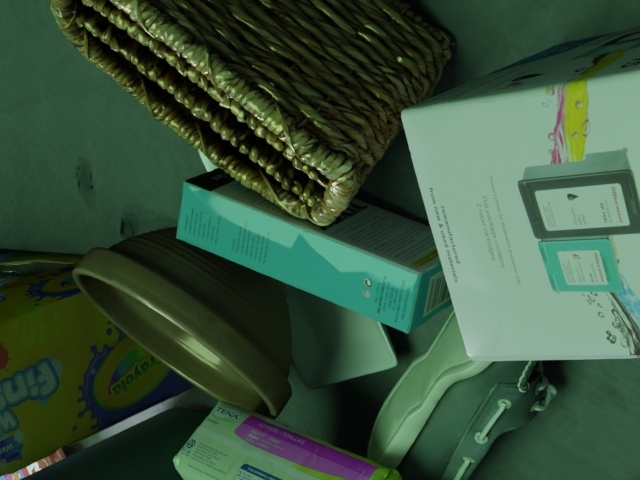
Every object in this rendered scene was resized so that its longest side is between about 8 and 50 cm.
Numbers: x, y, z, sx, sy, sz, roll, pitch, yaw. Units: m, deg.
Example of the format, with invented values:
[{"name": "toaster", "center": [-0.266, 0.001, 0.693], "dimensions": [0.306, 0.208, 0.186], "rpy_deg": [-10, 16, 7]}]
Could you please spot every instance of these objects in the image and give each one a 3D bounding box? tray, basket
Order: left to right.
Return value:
[{"name": "basket", "center": [-0.084, -0.136, 1.299], "dimensions": [0.299, 0.223, 0.213], "rpy_deg": [38, 136, -2]}, {"name": "tray", "center": [-0.017, 0.006, 1.508], "dimensions": [0.145, 0.030, 0.270], "rpy_deg": [-22, 93, 48]}]

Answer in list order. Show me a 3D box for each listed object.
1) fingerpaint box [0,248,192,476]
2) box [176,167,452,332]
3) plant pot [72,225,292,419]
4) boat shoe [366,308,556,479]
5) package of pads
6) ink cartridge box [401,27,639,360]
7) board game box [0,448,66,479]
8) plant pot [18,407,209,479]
[{"name": "fingerpaint box", "center": [-0.430, 0.146, 1.691], "dimensions": [0.371, 0.445, 0.163], "rpy_deg": [3, 110, 46]}, {"name": "box", "center": [0.000, 0.000, 1.395], "dimensions": [0.244, 0.100, 0.060], "rpy_deg": [22, 116, 25]}, {"name": "plant pot", "center": [-0.110, 0.059, 1.490], "dimensions": [0.237, 0.110, 0.237], "rpy_deg": [32, 165, 10]}, {"name": "boat shoe", "center": [0.151, 0.112, 1.359], "dimensions": [0.099, 0.116, 0.319], "rpy_deg": [25, 131, -12]}, {"name": "package of pads", "center": [0.020, 0.297, 1.492], "dimensions": [0.229, 0.101, 0.296], "rpy_deg": [17, 149, 40]}, {"name": "ink cartridge box", "center": [0.238, -0.041, 1.092], "dimensions": [0.270, 0.198, 0.197], "rpy_deg": [-5, 105, 46]}, {"name": "board game box", "center": [-0.344, 0.326, 1.949], "dimensions": [0.281, 0.027, 0.145], "rpy_deg": [58, 132, 29]}, {"name": "plant pot", "center": [-0.221, 0.359, 1.662], "dimensions": [0.341, 0.334, 0.341], "rpy_deg": [26, 130, 35]}]
